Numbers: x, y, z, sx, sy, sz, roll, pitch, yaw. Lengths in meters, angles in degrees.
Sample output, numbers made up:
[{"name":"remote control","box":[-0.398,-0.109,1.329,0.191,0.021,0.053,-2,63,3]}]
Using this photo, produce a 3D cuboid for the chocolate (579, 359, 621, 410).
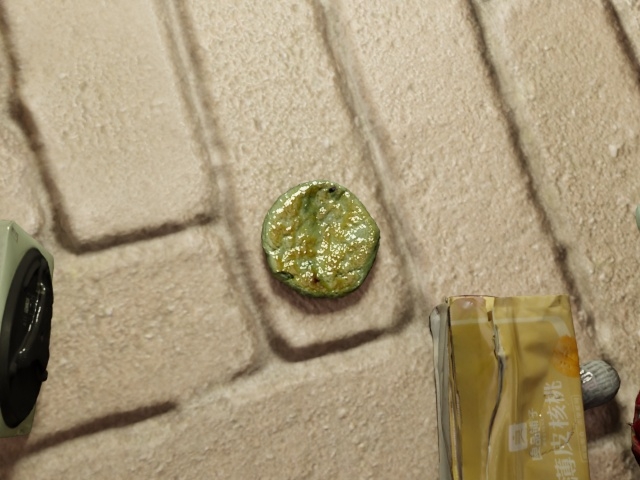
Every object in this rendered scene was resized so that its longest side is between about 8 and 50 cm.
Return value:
[{"name":"chocolate","box":[0.377,0.235,1.206,0.167,0.072,0.072,-21,82,-13]}]

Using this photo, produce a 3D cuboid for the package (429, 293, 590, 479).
[{"name":"package","box":[0.250,0.230,1.108,0.221,0.165,0.311,-5,80,19]}]

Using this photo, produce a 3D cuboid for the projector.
[{"name":"projector","box":[-0.401,0.123,1.034,0.079,0.257,0.259,5,78,-6]}]

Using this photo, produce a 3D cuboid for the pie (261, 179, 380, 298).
[{"name":"pie","box":[0.000,0.000,1.222,0.186,0.041,0.187,2,78,-7]}]

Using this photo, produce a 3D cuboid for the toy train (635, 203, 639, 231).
[{"name":"toy train","box":[0.651,0.094,1.262,0.086,0.088,0.407,-34,83,-12]}]

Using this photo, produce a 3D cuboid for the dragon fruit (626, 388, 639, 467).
[{"name":"dragon fruit","box":[0.592,0.266,1.106,0.329,0.329,0.329,1,78,-7]}]
